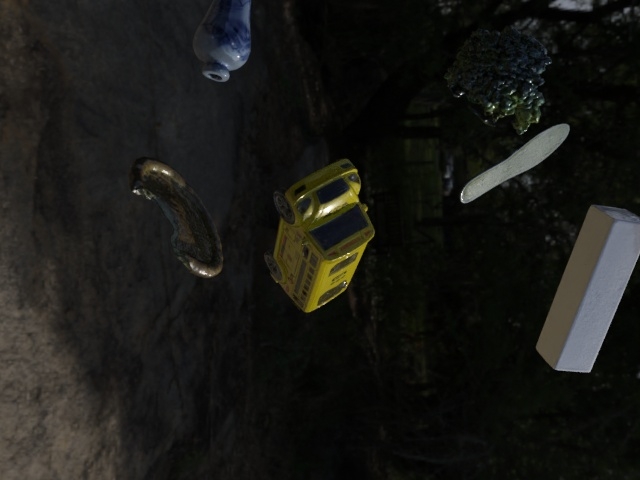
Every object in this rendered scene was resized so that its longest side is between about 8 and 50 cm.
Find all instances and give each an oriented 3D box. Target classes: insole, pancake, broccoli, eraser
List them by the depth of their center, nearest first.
[{"bbox_3d":[0.482,0.090,1.138,0.076,0.078,0.298,-111,-149,-64],"label":"eraser"},{"bbox_3d":[0.353,-0.301,1.236,0.177,0.198,0.275,-52,170,9],"label":"broccoli"},{"bbox_3d":[-0.304,-0.054,1.369,0.286,0.033,0.288,41,23,-53],"label":"pancake"},{"bbox_3d":[0.456,-0.181,1.487,0.007,0.322,0.109,51,-13,37],"label":"insole"}]

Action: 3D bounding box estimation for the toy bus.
[{"bbox_3d":[0.000,0.000,1.164,0.152,0.144,0.330,53,-24,19],"label":"toy bus"}]

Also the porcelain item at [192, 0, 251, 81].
[{"bbox_3d":[-0.225,-0.512,1.521,0.141,0.141,0.259,46,54,-77],"label":"porcelain item"}]
